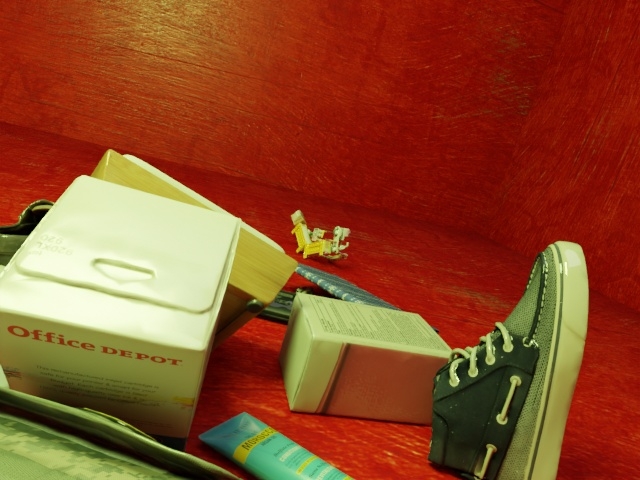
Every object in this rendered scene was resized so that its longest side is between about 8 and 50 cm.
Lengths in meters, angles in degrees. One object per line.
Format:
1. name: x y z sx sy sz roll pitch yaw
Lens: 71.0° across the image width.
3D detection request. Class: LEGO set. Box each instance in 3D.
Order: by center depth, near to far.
1. LEGO set: 0.000 0.000 1.407 0.107 0.132 0.287 17 4 -34

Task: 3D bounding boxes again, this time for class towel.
1. towel: 0.082 0.135 1.008 0.336 0.040 0.243 26 1 41

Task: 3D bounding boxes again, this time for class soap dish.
1. soap dish: -0.214 0.042 0.628 0.291 0.229 0.118 33 35 -27

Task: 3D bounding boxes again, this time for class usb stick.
1. usb stick: -0.102 0.127 0.909 0.278 0.045 0.077 15 36 -4

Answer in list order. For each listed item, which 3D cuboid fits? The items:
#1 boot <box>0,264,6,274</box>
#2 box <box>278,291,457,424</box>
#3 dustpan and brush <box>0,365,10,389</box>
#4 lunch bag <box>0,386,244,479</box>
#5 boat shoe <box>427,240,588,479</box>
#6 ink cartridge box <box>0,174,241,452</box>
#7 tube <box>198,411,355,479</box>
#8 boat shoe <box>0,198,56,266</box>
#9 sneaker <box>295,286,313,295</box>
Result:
1. boot: -0.408 0.107 0.573 0.244 0.088 0.176 12 15 -31
2. box: 0.066 0.185 0.709 0.233 0.126 0.148 12 14 -15
3. dustpan and brush: -0.345 0.146 0.424 0.211 0.060 0.147 48 -16 30
4. lunch bag: -0.189 0.197 0.283 0.236 0.168 0.287 11 1 15
5. boat shoe: 0.235 0.161 0.590 0.158 0.340 0.127 9 0 16
6. ink cartridge box: -0.196 0.087 0.469 0.171 0.232 0.168 15 43 -10
7. tube: -0.036 0.254 0.500 0.207 0.052 0.080 17 6 30
8. boat shoe: -0.476 -0.001 0.818 0.133 0.130 0.355 14 14 -10
9. sneaker: -0.043 0.127 1.036 0.037 0.031 0.083 5 6 13
